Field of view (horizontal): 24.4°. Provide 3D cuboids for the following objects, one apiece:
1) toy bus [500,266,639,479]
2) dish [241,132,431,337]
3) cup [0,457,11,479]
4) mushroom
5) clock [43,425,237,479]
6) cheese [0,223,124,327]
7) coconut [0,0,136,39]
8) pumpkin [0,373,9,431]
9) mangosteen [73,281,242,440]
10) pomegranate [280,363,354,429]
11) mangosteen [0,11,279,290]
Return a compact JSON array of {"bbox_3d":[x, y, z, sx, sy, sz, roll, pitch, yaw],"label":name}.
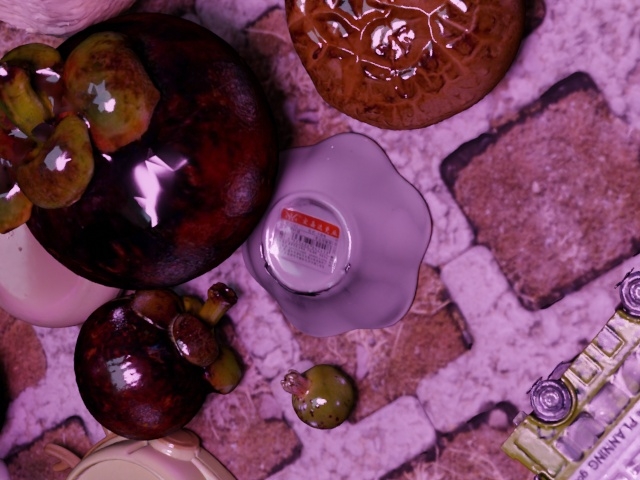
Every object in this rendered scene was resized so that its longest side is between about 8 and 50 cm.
[{"bbox_3d":[0.311,0.120,1.405,0.139,0.113,0.301,41,111,13],"label":"toy bus"},{"bbox_3d":[0.000,0.000,1.564,0.229,0.081,0.229,3,96,27],"label":"dish"},{"bbox_3d":[-0.413,0.383,1.713,0.257,0.227,0.301,21,106,60],"label":"cup"},{"bbox_3d":[0.083,-0.234,1.464,0.253,0.153,0.253,2,96,17],"label":"mushroom"},{"bbox_3d":[-0.206,0.325,1.697,0.235,0.096,0.308,-47,73,24],"label":"clock"},{"bbox_3d":[-0.260,0.016,1.703,0.286,0.082,0.163,-6,94,25],"label":"cheese"},{"bbox_3d":[-0.344,-0.413,1.540,0.415,0.344,0.415,34,152,20],"label":"coconut"},{"bbox_3d":[-0.478,0.207,1.750,0.163,0.233,0.233,39,112,7],"label":"pumpkin"},{"bbox_3d":[-0.179,0.137,1.631,0.184,0.172,0.172,-2,95,2],"label":"mangosteen"},{"bbox_3d":[-0.003,0.169,1.581,0.073,0.084,0.073,0,90,36],"label":"pomegranate"},{"bbox_3d":[-0.193,-0.095,1.517,0.311,0.311,0.311,3,97,27],"label":"mangosteen"}]
